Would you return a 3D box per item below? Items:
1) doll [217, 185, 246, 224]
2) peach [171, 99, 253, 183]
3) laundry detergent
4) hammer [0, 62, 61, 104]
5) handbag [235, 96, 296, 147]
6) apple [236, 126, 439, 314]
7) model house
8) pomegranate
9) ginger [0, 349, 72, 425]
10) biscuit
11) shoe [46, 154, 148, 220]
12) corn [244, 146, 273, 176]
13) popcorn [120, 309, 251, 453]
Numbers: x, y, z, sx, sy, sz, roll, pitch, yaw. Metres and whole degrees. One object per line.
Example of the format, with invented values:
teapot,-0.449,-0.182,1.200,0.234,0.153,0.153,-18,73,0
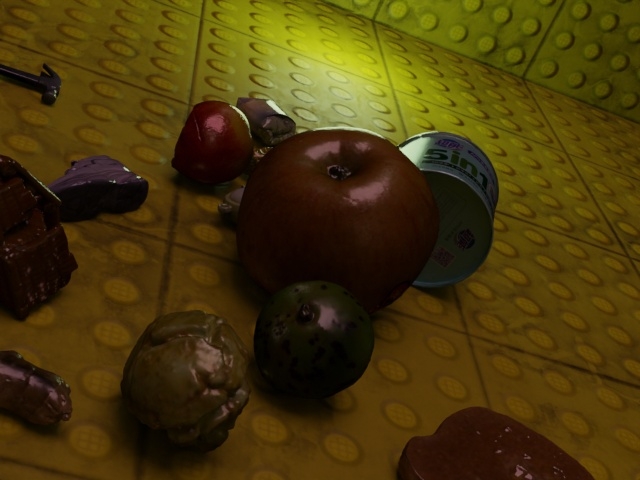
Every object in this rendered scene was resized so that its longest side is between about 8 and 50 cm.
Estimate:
doll,-0.098,-0.089,2.158,0.296,0.117,0.141,-5,29,-44
peach,-0.247,-0.216,2.196,0.192,0.190,0.190,-6,40,-26
laundry detergent,0.261,-0.086,2.267,0.287,0.287,0.305,26,29,0
hammer,-0.733,-0.394,2.244,0.290,0.037,0.137,18,29,-14
handbag,-0.139,-0.303,2.528,0.117,0.095,0.173,-2,30,-32
apple,0.038,-0.046,1.937,0.400,0.333,0.400,15,42,-14
model house,-0.513,-0.013,1.625,0.219,0.199,0.229,-4,34,-24
pomegranate,-0.006,0.184,1.721,0.211,0.211,0.263,44,-11,31
ginger,-0.442,0.210,1.420,0.190,0.069,0.095,23,23,-3
biscuit,0.333,0.444,1.660,0.365,0.062,0.385,-14,47,-47
shoe,-0.462,-0.114,1.941,0.137,0.095,0.245,36,26,26
corn,-0.066,-0.172,2.352,0.262,0.097,0.097,8,33,-28
popcorn,-0.202,0.202,1.486,0.184,0.204,0.221,40,0,-28
